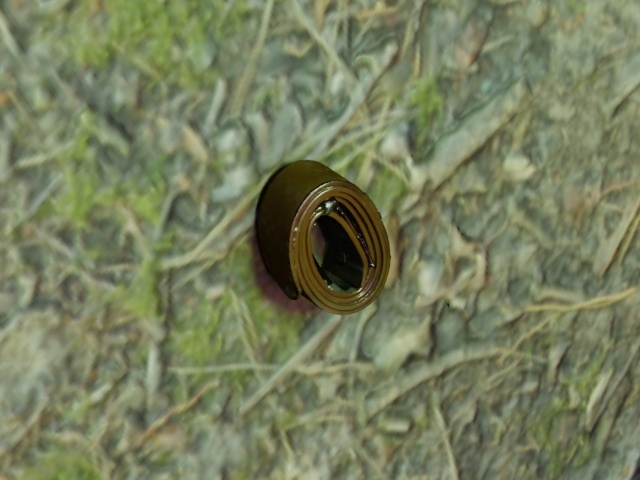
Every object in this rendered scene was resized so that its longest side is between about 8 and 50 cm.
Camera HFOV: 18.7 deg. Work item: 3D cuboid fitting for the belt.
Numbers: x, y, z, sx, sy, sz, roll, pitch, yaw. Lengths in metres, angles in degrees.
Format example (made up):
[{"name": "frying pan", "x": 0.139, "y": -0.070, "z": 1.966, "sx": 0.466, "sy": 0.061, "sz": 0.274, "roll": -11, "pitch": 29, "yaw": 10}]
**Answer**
[{"name": "belt", "x": 0.000, "y": 0.000, "z": 0.968, "sx": 0.059, "sy": 0.036, "sz": 0.083, "roll": -40, "pitch": 132, "yaw": -14}]
